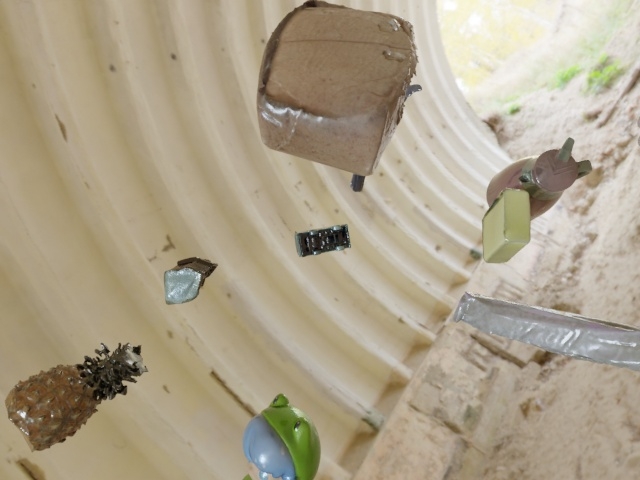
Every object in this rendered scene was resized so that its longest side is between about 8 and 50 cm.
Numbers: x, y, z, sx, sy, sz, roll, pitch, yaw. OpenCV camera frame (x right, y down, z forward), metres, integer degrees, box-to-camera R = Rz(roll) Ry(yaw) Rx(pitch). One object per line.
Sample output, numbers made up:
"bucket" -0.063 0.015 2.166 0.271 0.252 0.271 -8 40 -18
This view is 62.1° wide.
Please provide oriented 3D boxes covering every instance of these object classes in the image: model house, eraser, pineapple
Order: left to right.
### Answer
"pineapple" -0.490 0.312 1.111 0.278 0.158 0.158 -25 -30 -28
"model house" -0.366 0.101 1.552 0.152 0.165 0.106 -49 -53 -59
"eraser" 0.392 -0.026 1.127 0.172 0.058 0.117 82 -169 -73

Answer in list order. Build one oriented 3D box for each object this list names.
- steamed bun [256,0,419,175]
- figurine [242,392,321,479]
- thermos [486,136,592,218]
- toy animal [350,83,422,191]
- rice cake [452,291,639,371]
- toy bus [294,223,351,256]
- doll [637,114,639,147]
"steamed bun" 0.031 -0.240 0.887 0.199 0.251 0.301 87 -161 -54
"figurine" -0.087 0.427 0.996 0.143 0.162 0.263 8 -77 -31
"thermos" 0.498 -0.132 1.205 0.176 0.146 0.265 -15 -8 -2
"toy animal" 0.149 -0.336 1.505 0.081 0.206 0.367 5 -44 -28
"rice cake" 0.284 0.106 0.630 0.049 0.269 0.055 3 -87 -47
"toy bus" 0.000 0.000 1.583 0.160 0.079 0.092 -11 5 -20
"doll" 0.874 -0.298 1.320 0.160 0.094 0.365 -27 -28 23
